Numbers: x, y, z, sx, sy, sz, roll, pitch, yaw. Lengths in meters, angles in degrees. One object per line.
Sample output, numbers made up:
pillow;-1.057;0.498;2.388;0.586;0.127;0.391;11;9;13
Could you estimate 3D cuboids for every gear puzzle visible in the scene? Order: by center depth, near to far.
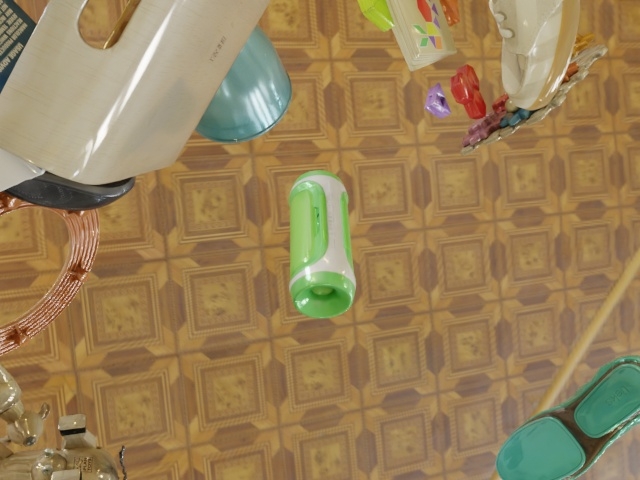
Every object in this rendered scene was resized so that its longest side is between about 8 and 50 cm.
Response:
gear puzzle;0.349;-0.258;1.006;0.339;0.175;0.044;-44;102;-33

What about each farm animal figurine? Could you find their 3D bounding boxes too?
farm animal figurine;-0.396;0.283;0.788;0.327;0.172;0.330;7;47;1

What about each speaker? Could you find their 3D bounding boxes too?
speaker;0.000;0.000;1.248;0.131;0.131;0.296;17;45;-20

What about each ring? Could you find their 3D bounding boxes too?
ring;-0.464;0.049;0.973;0.032;0.336;0.336;31;79;19

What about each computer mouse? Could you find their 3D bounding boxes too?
computer mouse;-0.391;-0.104;0.867;0.272;0.188;0.072;15;129;-32

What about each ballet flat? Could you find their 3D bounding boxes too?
ballet flat;0.318;0.223;0.769;0.087;0.083;0.247;2;136;-43

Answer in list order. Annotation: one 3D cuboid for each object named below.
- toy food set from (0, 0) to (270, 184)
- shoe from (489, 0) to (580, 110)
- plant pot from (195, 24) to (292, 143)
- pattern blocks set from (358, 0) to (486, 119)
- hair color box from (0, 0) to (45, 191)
toy food set;-0.115;-0.165;0.472;0.092;0.306;0.219;32;98;-6
shoe;0.133;-0.192;0.421;0.058;0.076;0.219;-4;120;0
plant pot;-0.224;-0.406;1.474;0.272;0.255;0.271;-4;64;9
pattern blocks set;0.122;-0.318;0.858;0.285;0.026;0.324;-11;84;-54
hair color box;-0.349;-0.173;0.439;0.347;0.174;0.105;49;42;-34
